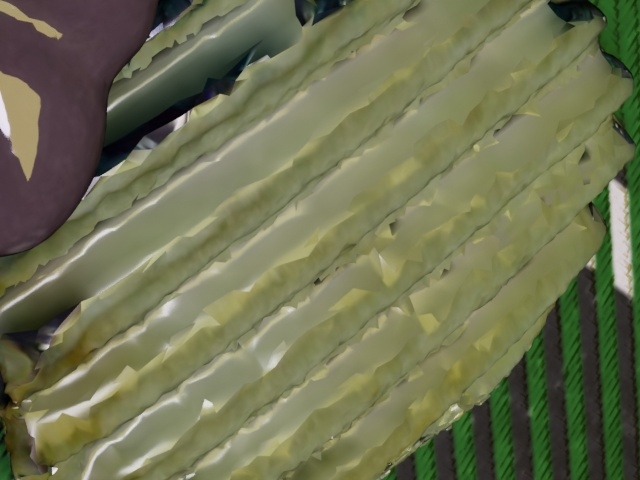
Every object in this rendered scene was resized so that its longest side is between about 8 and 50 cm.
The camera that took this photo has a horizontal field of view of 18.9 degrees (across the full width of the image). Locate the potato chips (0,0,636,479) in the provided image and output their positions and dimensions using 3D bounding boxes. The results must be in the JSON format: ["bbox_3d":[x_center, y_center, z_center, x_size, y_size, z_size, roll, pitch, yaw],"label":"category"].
[{"bbox_3d":[0.000,0.000,1.041,0.429,0.070,0.358,-38,127,-16],"label":"potato chips"}]

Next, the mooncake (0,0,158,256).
[{"bbox_3d":[-0.206,-0.112,0.790,0.306,0.154,0.306,-6,104,-23],"label":"mooncake"}]
